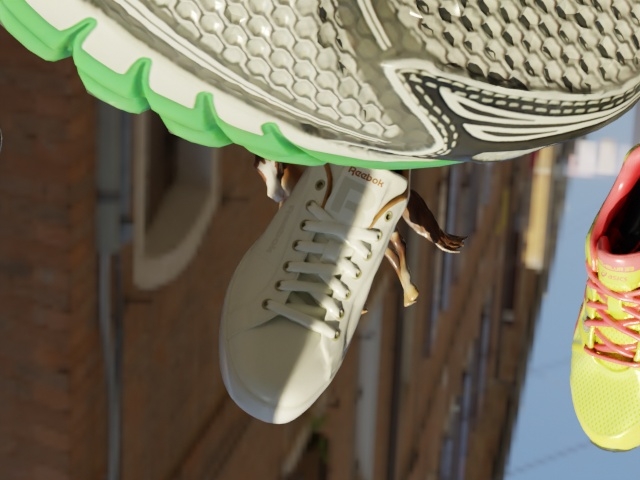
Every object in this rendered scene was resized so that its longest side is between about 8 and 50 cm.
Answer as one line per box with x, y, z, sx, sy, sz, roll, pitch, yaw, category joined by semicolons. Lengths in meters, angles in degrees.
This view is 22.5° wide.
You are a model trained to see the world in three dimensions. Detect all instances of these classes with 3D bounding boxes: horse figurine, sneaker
0.030;-0.016;1.515;0.066;0.174;0.263;-24;171;38;horse figurine
0.188;0.028;0.980;0.081;0.208;0.094;15;-173;33;sneaker
0.000;0.000;1.261;0.106;0.123;0.290;23;-121;-4;sneaker
-0.026;-0.120;0.266;0.146;0.134;0.343;11;157;46;sneaker

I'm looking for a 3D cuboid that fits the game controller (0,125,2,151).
-0.408;-0.091;1.309;0.319;0.166;0.067;28;167;-40;game controller
